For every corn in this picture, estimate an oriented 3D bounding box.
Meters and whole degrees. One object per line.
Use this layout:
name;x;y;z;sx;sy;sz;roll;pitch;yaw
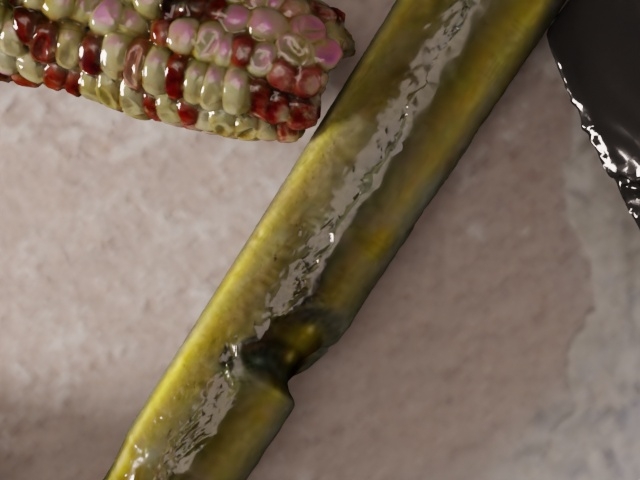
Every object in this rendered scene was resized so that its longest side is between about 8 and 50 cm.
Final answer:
corn;-0.121;-0.107;0.880;0.280;0.092;0.092;18;88;11

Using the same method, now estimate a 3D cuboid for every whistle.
whistle;-0.001;0.000;0.849;0.068;0.057;0.326;32;90;37

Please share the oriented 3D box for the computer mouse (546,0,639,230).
computer mouse;0.182;-0.037;0.803;0.122;0.073;0.217;-27;77;9
